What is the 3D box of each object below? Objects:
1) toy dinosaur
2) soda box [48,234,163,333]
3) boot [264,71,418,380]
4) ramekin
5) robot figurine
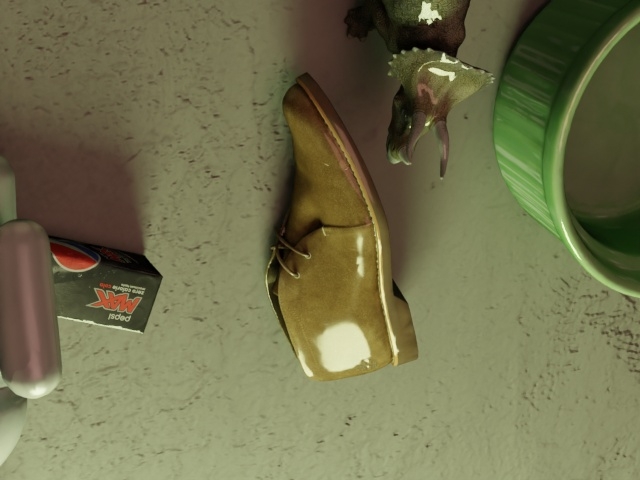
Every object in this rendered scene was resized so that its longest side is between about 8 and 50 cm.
[{"bbox_3d":[0.078,-0.226,1.273,0.121,0.160,0.313,-17,117,-18],"label":"toy dinosaur"},{"bbox_3d":[-0.224,0.030,1.297,0.169,0.053,0.060,13,104,-29],"label":"soda box"},{"bbox_3d":[0.000,0.000,1.366,0.115,0.112,0.305,-19,119,-6],"label":"boot"},{"bbox_3d":[0.310,-0.111,1.434,0.303,0.148,0.303,-9,114,-22],"label":"ramekin"},{"bbox_3d":[-0.323,0.050,1.145,0.200,0.300,0.353,-10,100,-61],"label":"robot figurine"}]
